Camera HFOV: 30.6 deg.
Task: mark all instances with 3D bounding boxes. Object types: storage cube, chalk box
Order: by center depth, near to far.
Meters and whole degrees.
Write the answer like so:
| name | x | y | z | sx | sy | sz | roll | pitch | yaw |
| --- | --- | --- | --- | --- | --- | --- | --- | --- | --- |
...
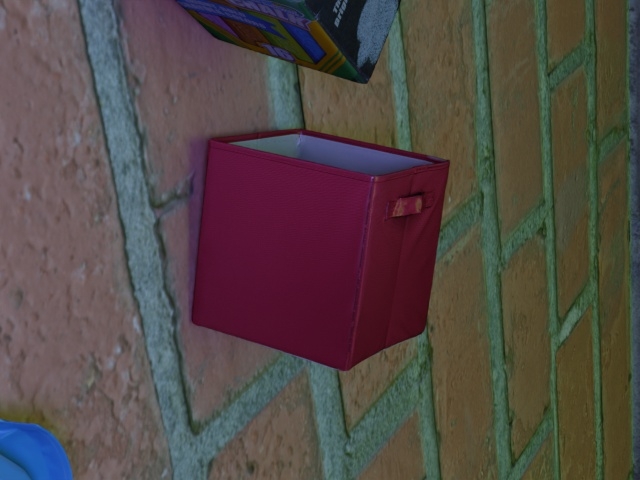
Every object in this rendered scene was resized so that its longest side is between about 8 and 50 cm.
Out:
| name | x | y | z | sx | sy | sz | roll | pitch | yaw |
| --- | --- | --- | --- | --- | --- | --- | --- | --- | --- |
| chalk box | -0.040 | -0.280 | 1.010 | 0.180 | 0.179 | 0.289 | -68 | 161 | -5 |
| storage cube | 0.000 | 0.000 | 1.190 | 0.183 | 0.215 | 0.193 | -17 | 117 | -60 |

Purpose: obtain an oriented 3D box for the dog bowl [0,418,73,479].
| name | x | y | z | sx | sy | sz | roll | pitch | yaw |
| --- | --- | --- | --- | --- | --- | --- | --- | --- | --- |
| dog bowl | -0.292 | 0.178 | 0.830 | 0.297 | 0.074 | 0.166 | 53 | 50 | -50 |
